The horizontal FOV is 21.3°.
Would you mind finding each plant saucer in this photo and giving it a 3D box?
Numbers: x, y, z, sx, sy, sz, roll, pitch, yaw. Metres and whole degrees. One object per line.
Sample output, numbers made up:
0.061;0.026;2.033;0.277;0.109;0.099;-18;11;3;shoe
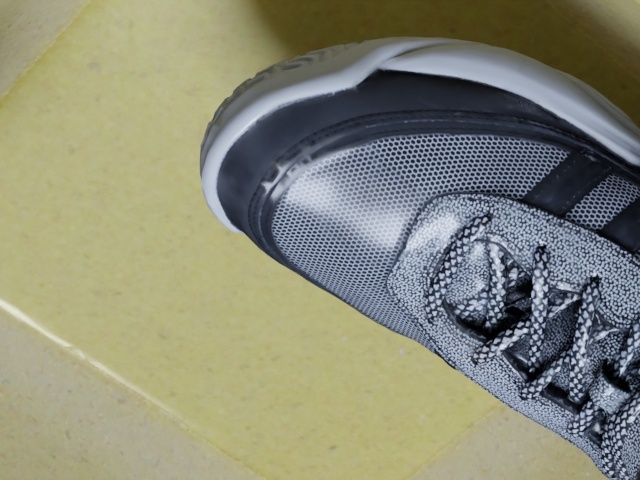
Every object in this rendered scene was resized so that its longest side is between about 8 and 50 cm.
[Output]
0.000;0.000;0.635;0.333;0.081;0.333;36;118;-22;plant saucer

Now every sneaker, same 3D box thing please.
0.089;0.036;0.516;0.268;0.153;0.101;21;123;-14;sneaker
